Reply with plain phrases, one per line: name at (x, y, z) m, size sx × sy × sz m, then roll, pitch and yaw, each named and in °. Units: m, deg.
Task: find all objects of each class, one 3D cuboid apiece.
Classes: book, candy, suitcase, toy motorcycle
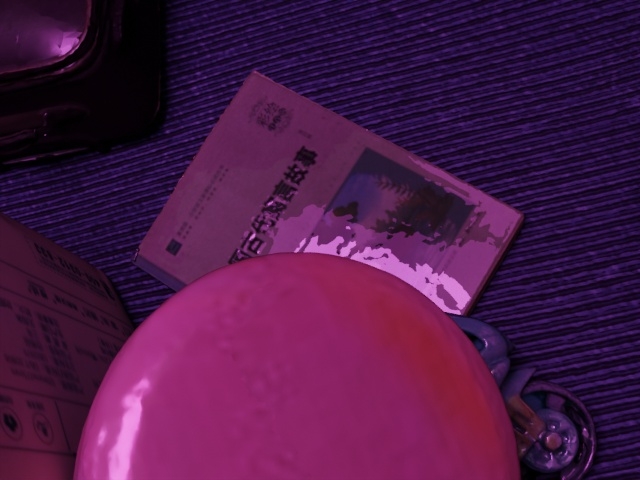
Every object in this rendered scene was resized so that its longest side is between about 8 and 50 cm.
book at (0.000, 0.000, 0.690) m, size 0.283 × 0.025 × 0.214 m, roll 29°, pitch 82°, yaw 19°
candy at (-0.009, 0.136, 0.445) m, size 0.255 × 0.094 × 0.255 m, roll 6°, pitch 70°, yaw -18°
suitcase at (-0.291, -0.285, 0.771) m, size 0.283 × 0.194 × 0.433 m, roll -8°, pitch 71°, yaw 11°
toy motorcycle at (0.039, 0.132, 0.570) m, size 0.297 × 0.109 × 0.198 m, roll -23°, pitch 84°, yaw -8°

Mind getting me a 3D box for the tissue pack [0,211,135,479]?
tissue pack at (-0.253, 0.122, 0.519) m, size 0.207 × 0.380 × 0.297 m, roll -30°, pitch 66°, yaw 2°
